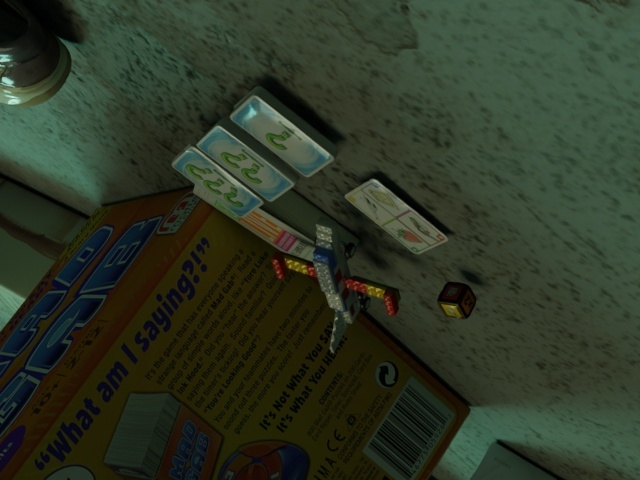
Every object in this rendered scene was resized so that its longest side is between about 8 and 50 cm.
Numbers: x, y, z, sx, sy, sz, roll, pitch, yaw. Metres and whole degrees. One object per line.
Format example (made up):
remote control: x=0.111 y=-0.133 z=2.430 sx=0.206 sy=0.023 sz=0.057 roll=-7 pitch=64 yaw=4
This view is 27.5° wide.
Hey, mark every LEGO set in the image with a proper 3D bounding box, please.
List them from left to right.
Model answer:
LEGO set: x=0.000 y=0.000 z=1.025 sx=0.244 sy=0.060 sz=0.182 roll=38 pitch=152 yaw=-14

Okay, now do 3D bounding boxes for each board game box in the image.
board game box: x=-0.148 y=0.200 z=1.337 sx=0.356 sy=0.356 sz=0.356 roll=42 pitch=160 yaw=-20

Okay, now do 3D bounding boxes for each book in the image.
book: x=-0.041 y=-0.021 z=1.134 sx=0.144 sy=0.035 sz=0.096 roll=33 pitch=163 yaw=-2

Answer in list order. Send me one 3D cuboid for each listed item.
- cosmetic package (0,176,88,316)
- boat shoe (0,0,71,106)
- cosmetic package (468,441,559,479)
cosmetic package: x=-0.339 y=0.036 z=1.628 sx=0.296 sy=0.129 sz=0.153 roll=24 pitch=160 yaw=29
boat shoe: x=-0.341 y=-0.207 z=1.096 sx=0.285 sy=0.103 sz=0.092 roll=27 pitch=155 yaw=12
cosmetic package: x=0.188 y=0.394 z=1.464 sx=0.156 sy=0.217 sz=0.385 roll=30 pitch=162 yaw=16
